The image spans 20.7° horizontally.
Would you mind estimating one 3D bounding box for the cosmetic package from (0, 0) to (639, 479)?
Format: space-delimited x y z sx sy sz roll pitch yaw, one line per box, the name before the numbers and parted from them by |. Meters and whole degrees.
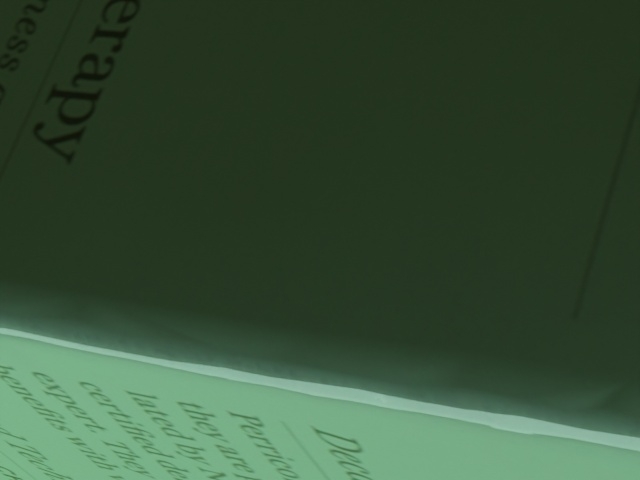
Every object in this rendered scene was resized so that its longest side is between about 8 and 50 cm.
cosmetic package | 0.039 -0.035 0.650 0.394 0.329 0.327 8 154 27
